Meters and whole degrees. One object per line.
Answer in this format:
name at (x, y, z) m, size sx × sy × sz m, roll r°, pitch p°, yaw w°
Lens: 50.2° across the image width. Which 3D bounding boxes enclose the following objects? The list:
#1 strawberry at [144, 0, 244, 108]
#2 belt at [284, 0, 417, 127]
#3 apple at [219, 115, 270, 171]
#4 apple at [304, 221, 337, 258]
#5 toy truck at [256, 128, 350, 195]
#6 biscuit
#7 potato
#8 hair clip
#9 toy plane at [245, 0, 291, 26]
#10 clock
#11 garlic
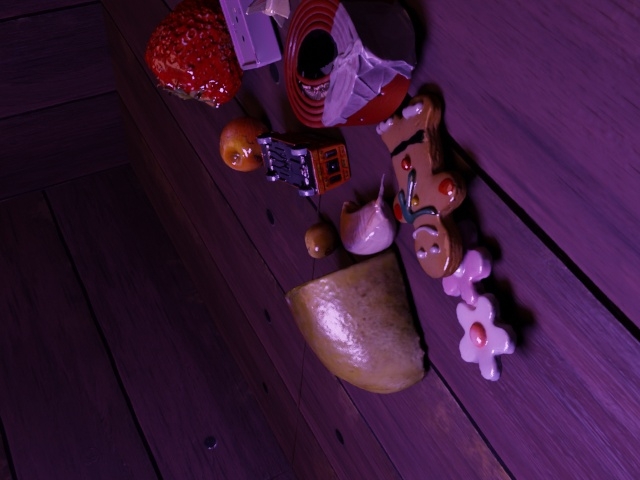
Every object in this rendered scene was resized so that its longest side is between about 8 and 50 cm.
strawberry at (-0.307, -0.488, 1.719) m, size 0.257 × 0.257 × 0.277 m, roll 19°, pitch 96°, yaw 63°
belt at (0.040, -0.306, 1.152) m, size 0.324 × 0.115 × 0.227 m, roll -172°, pitch 74°, yaw -67°
apple at (-0.192, -0.245, 1.758) m, size 0.146 × 0.146 × 0.146 m, roll 49°, pitch 151°, yaw 41°
apple at (0.000, 0.000, 1.611) m, size 0.084 × 0.071 × 0.084 m, roll 48°, pitch 148°, yaw 44°
toy truck at (-0.043, -0.180, 1.502) m, size 0.252 × 0.114 × 0.107 m, roll 29°, pitch 136°, yaw 57°
biscuit at (0.165, -0.086, 1.118) m, size 0.197 × 0.049 × 0.302 m, roll 154°, pitch 105°, yaw -69°
potato at (0.066, 0.209, 1.452) m, size 0.280 × 0.212 × 0.330 m, roll 67°, pitch 160°, yaw 7°
hair clip at (0.255, 0.095, 1.106) m, size 0.146 × 0.075 × 0.257 m, roll 133°, pitch 120°, yaw -71°
toy plane at (-0.053, -0.506, 1.186) m, size 0.104 × 0.242 × 0.256 m, roll 22°, pitch 104°, yaw 28°
clock at (-0.164, -0.495, 1.556) m, size 0.150 × 0.063 × 0.197 m, roll 25°, pitch 134°, yaw 66°
garlic at (0.096, -0.040, 1.339) m, size 0.198 × 0.090 × 0.129 m, roll 138°, pitch 123°, yaw -71°
